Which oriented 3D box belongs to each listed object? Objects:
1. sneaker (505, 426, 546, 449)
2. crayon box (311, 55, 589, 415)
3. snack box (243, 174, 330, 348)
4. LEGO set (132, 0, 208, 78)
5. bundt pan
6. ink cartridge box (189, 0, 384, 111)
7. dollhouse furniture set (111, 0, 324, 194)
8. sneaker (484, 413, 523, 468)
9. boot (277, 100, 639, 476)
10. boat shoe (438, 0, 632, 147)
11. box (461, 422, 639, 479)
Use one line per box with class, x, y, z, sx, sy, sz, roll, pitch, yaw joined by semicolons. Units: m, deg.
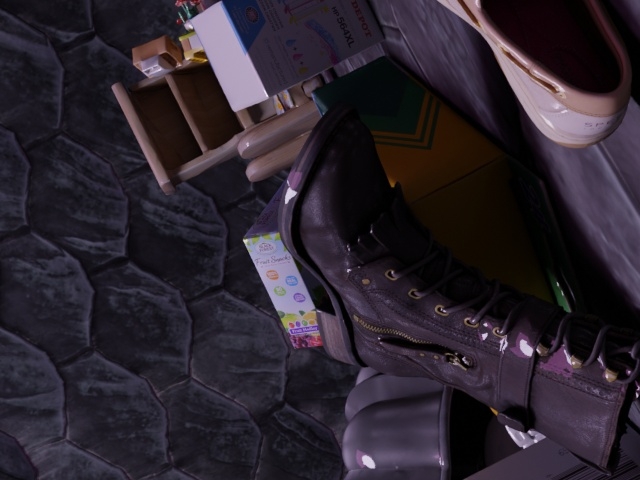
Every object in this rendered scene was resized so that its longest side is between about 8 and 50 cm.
sneaker;0.185;0.124;1.035;0.065;0.061;0.158;7;-128;-61
crayon box;0.102;-0.005;0.923;0.203;0.083;0.323;65;175;-27
snack box;0.000;0.000;0.883;0.100;0.037;0.141;65;-149;-24
LEGO set;-0.105;-0.275;1.277;0.287;0.132;0.107;-18;89;53
bundt pan;0.106;0.244;1.186;0.331;0.124;0.330;-4;-90;-72
ink cartridge box;-0.022;-0.188;1.019;0.092;0.143;0.090;64;159;-9
dollhouse furniture set;-0.158;-0.235;1.552;0.362;0.256;0.394;62;176;10
sneaker;0.235;0.264;1.176;0.094;0.080;0.212;5;118;57
boot;0.102;0.036;0.734;0.229;0.091;0.263;20;149;27
boat shoe;0.087;-0.122;0.528;0.170;0.063;0.059;53;172;9
box;0.177;0.233;0.794;0.119;0.182;0.181;65;176;-20
